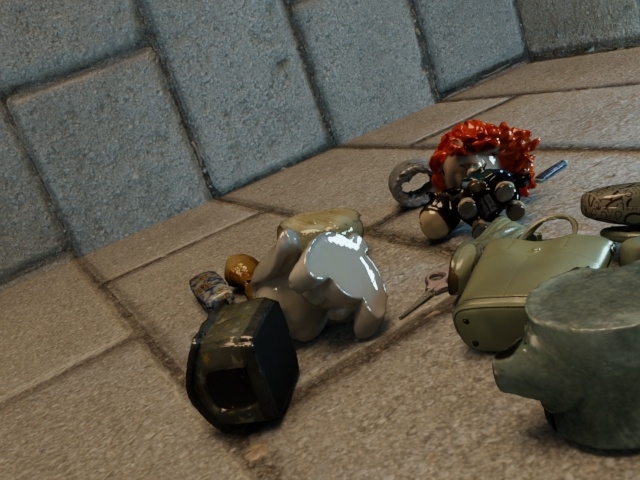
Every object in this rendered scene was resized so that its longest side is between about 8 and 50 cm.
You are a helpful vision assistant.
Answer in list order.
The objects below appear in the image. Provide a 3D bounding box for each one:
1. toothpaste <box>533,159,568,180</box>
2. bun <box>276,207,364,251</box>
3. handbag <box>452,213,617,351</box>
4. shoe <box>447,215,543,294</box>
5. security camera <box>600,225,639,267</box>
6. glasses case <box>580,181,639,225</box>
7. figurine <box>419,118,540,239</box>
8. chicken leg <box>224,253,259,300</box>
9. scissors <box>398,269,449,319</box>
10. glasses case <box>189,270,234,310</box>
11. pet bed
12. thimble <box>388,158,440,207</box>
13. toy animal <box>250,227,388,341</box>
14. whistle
[{"bbox_3d":[0.639,-0.194,1.867,0.140,0.021,0.037,-30,21,-26],"label":"toothpaste"},{"bbox_3d":[0.000,0.000,1.753,0.239,0.141,0.239,-9,12,2],"label":"bun"},{"bbox_3d":[0.371,0.062,1.162,0.241,0.109,0.315,-3,29,37],"label":"handbag"},{"bbox_3d":[0.345,0.034,1.350,0.098,0.103,0.275,13,36,41],"label":"shoe"},{"bbox_3d":[0.585,0.020,1.174,0.157,0.080,0.301,-1,9,12],"label":"security camera"},{"bbox_3d":[0.665,-0.069,1.240,0.355,0.085,0.137,-1,5,8],"label":"glasses case"},{"bbox_3d":[0.393,-0.145,1.706,0.306,0.241,0.411,-35,20,45],"label":"figurine"},{"bbox_3d":[-0.186,0.100,1.749,0.107,0.087,0.251,-16,21,-15],"label":"chicken leg"},{"bbox_3d":[0.220,0.110,1.387,0.189,0.015,0.100,-32,24,-34],"label":"scissors"},{"bbox_3d":[-0.291,0.131,1.786,0.087,0.065,0.248,-22,18,-15],"label":"glasses case"},{"bbox_3d":[-0.147,0.211,1.184,0.159,0.183,0.211,-13,18,14],"label":"pet bed"},{"bbox_3d":[0.279,-0.173,2.008,0.151,0.127,0.118,-14,18,1],"label":"thimble"},{"bbox_3d":[-0.024,0.105,1.372,0.265,0.272,0.206,-34,33,41],"label":"toy animal"},{"bbox_3d":[0.426,0.117,0.890,0.405,0.168,0.188,-23,18,-26],"label":"whistle"}]
